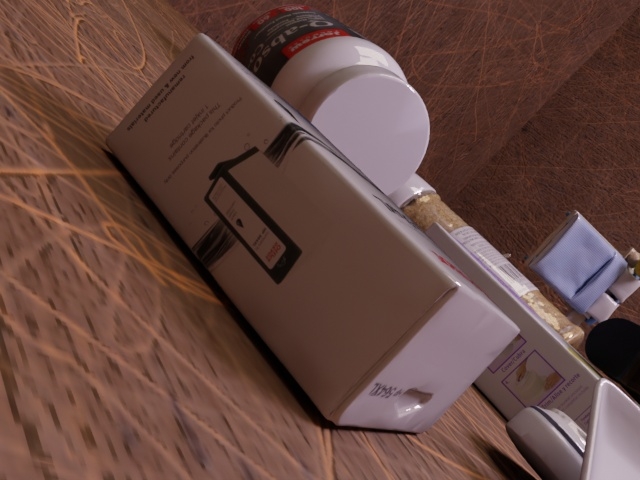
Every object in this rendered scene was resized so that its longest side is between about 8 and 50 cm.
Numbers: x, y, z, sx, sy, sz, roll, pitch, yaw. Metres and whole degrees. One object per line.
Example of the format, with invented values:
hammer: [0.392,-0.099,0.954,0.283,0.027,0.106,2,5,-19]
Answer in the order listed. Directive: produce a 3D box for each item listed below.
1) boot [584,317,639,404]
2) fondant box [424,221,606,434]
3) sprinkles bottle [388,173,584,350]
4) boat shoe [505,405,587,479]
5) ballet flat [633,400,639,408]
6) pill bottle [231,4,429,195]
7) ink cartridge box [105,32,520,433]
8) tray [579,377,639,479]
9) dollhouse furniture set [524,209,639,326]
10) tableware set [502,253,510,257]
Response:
boot: [0.355,0.157,0.704,0.106,0.082,0.219,36,10,-31]
fondant box: [0.239,0.144,0.828,0.330,0.096,0.238,47,9,30]
sprinkles bottle: [0.212,0.051,1.093,0.355,0.121,0.121,48,9,27]
boat shoe: [0.250,0.199,0.555,0.267,0.088,0.096,43,-3,-8]
ballet flat: [0.517,0.360,0.946,0.409,0.147,0.147,49,10,34]
pill bottle: [0.004,-0.203,1.076,0.210,0.210,0.363,39,9,-32]
ink cartridge box: [0.000,0.000,0.414,0.203,0.086,0.148,47,8,27]
tray: [0.243,0.222,0.470,0.270,0.030,0.145,42,48,-14]
dollhouse furniture set: [0.413,0.085,1.259,0.286,0.303,0.198,40,8,-25]
tableware set: [0.271,0.090,1.154,0.024,0.104,0.154,-18,97,-39]
